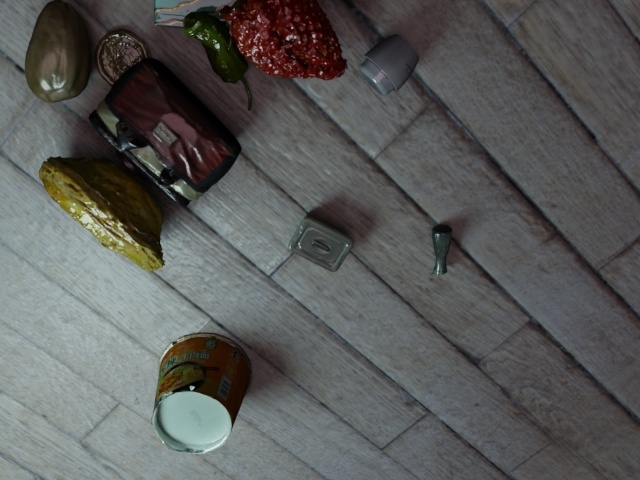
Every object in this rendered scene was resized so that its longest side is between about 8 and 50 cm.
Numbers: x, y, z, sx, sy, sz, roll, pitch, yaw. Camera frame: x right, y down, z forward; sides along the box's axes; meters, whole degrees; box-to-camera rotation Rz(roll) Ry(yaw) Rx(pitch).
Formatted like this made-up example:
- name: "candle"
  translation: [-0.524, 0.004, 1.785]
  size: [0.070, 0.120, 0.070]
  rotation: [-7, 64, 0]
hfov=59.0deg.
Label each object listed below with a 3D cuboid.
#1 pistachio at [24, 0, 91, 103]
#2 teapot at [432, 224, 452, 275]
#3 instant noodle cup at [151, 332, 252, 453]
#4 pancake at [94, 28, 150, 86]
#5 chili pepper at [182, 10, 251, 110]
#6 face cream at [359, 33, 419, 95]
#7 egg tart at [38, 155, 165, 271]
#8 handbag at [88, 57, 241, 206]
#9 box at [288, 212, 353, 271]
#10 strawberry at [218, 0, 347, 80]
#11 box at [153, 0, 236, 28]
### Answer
- name: "pistachio"
  translation: [-0.477, -0.340, 1.030]
  size: [0.108, 0.126, 0.186]
  rotation: [-1, 118, -48]
- name: "teapot"
  translation: [0.263, 0.024, 1.236]
  size: [0.042, 0.043, 0.111]
  rotation: [-3, 117, 0]
- name: "instant noodle cup"
  translation: [-0.275, 0.356, 1.286]
  size: [0.230, 0.182, 0.230]
  rotation: [-1, 114, -2]
- name: "pancake"
  translation: [-0.375, -0.342, 1.077]
  size: [0.114, 0.011, 0.115]
  rotation: [-1, 115, -2]
- name: "chili pepper"
  translation: [-0.179, -0.339, 1.039]
  size: [0.073, 0.072, 0.204]
  rotation: [-54, 146, -10]
- name: "face cream"
  translation: [0.128, -0.327, 1.054]
  size: [0.095, 0.091, 0.091]
  rotation: [-44, 108, 7]
- name: "egg tart"
  translation: [-0.402, -0.066, 1.096]
  size: [0.294, 0.294, 0.123]
  rotation: [44, 70, -17]
- name: "handbag"
  translation: [-0.289, -0.193, 1.053]
  size: [0.181, 0.181, 0.254]
  rotation: [-43, 110, 8]
- name: "box"
  translation: [0.000, 0.000, 1.205]
  size: [0.122, 0.062, 0.089]
  rotation: [27, 110, -13]
- name: "strawberry"
  translation: [-0.052, -0.349, 0.985]
  size: [0.174, 0.098, 0.228]
  rotation: [-45, 113, -3]
- name: "box"
  translation: [-0.212, -0.493, 0.999]
  size: [0.161, 0.041, 0.229]
  rotation: [4, 113, -3]
